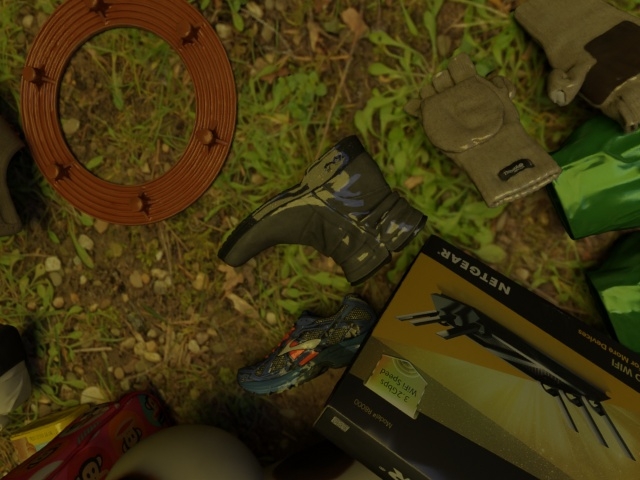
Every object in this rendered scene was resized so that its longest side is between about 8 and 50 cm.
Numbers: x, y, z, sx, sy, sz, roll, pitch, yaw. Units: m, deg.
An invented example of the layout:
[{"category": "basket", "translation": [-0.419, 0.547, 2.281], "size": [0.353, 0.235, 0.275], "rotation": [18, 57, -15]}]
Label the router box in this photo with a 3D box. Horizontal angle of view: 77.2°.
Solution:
[{"category": "router box", "translation": [0.187, 0.164, 0.400], "size": [0.309, 0.243, 0.081], "rotation": [32, 143, 11]}]

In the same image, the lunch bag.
[{"category": "lunch bag", "translation": [-0.273, 0.365, 0.490], "size": [0.120, 0.293, 0.258], "rotation": [-21, 97, 14]}]

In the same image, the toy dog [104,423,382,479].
[{"category": "toy dog", "translation": [-0.037, 0.326, 0.418], "size": [0.408, 0.284, 0.394], "rotation": [9, 92, -3]}]

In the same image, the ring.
[{"category": "ring", "translation": [-0.279, -0.186, 0.557], "size": [0.337, 0.032, 0.336], "rotation": [1, 96, 9]}]

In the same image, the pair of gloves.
[{"category": "pair of gloves", "translation": [0.229, -0.159, 0.426], "size": [0.240, 0.042, 0.204], "rotation": [-33, 57, 8]}]

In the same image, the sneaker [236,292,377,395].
[{"category": "sneaker", "translation": [-0.017, 0.140, 0.535], "size": [0.221, 0.083, 0.087], "rotation": [-26, 73, 11]}]

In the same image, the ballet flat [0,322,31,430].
[{"category": "ballet flat", "translation": [-0.515, 0.242, 0.626], "size": [0.096, 0.095, 0.280], "rotation": [39, 112, -7]}]

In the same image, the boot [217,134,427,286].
[{"category": "boot", "translation": [0.000, 0.000, 0.509], "size": [0.247, 0.083, 0.161], "rotation": [-37, 95, 13]}]

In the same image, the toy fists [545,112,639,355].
[{"category": "toy fists", "translation": [0.356, -0.009, 0.436], "size": [0.142, 0.096, 0.279], "rotation": [-23, 94, 24]}]

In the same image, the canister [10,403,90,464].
[{"category": "canister", "translation": [-0.389, 0.354, 0.621], "size": [0.126, 0.073, 0.169], "rotation": [-20, 91, 11]}]

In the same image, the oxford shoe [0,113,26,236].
[{"category": "oxford shoe", "translation": [-0.504, -0.160, 0.571], "size": [0.123, 0.130, 0.347], "rotation": [-19, 77, 42]}]
